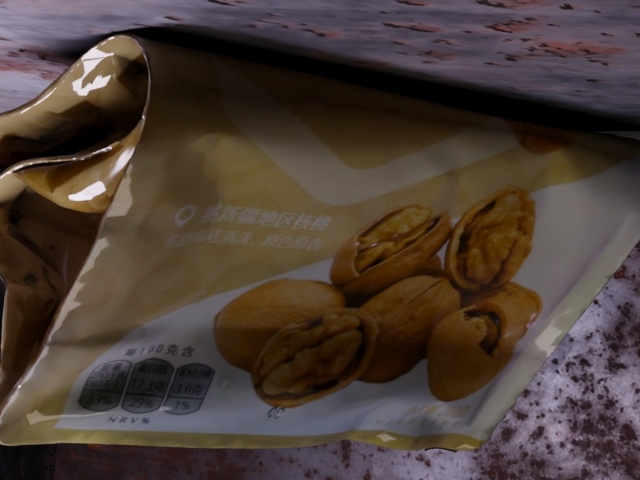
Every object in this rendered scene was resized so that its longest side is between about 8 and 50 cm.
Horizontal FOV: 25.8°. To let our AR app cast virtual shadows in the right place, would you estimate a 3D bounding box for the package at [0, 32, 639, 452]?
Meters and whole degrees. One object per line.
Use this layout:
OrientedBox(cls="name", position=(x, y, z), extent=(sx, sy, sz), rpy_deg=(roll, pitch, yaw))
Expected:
OrientedBox(cls="package", position=(-0.015, -0.019, 0.726), extent=(0.311, 0.221, 0.165), rpy_deg=(4, -141, -36))
